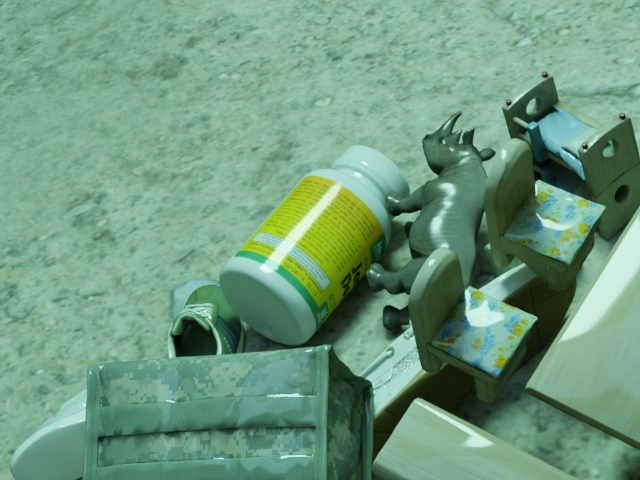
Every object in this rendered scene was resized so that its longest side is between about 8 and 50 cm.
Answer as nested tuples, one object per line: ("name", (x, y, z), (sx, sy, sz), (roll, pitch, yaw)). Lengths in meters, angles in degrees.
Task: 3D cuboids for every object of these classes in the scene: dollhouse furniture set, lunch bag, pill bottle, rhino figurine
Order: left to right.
("lunch bag", (-0.085, 0.252, 1.533), (0.235, 0.169, 0.287), (-5, 70, 18))
("pill bottle", (0.000, 0.000, 1.820), (0.117, 0.118, 0.208), (18, 55, 37))
("rhino figurine", (0.123, -0.028, 1.782), (0.106, 0.073, 0.243), (-9, 55, 38))
("dollhouse furniture set", (0.217, -0.054, 1.771), (0.183, 0.129, 0.129), (-37, 43, -17))
("dollhouse furniture set", (0.228, 0.115, 1.424), (0.362, 0.256, 0.394), (26, 67, 23))

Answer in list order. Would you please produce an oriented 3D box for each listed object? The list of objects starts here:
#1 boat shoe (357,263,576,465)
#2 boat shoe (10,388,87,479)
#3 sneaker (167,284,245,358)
("boat shoe", (0.121, 0.096, 1.676), (0.277, 0.098, 0.096), (-36, 43, -13))
("boat shoe", (-0.238, 0.183, 1.774), (0.184, 0.066, 0.063), (-38, 29, -14))
("sneaker", (-0.120, 0.096, 1.792), (0.064, 0.086, 0.192), (-15, 41, 9))
